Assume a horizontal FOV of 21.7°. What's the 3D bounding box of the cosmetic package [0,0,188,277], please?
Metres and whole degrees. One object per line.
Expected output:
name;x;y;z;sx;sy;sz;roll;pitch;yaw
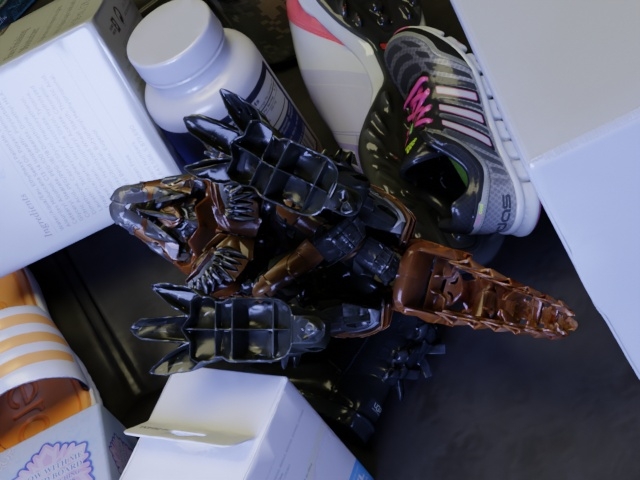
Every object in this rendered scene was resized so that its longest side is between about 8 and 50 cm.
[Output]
cosmetic package;-0.212;-0.091;1.322;0.184;0.151;0.151;-25;21;11

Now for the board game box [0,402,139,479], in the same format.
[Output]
board game box;-0.243;0.300;1.077;0.319;0.066;0.318;-28;42;8

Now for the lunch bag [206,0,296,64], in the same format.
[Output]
lunch bag;-0.072;-0.337;1.406;0.213;0.256;0.305;-32;41;4

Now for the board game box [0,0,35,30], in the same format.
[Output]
board game box;-0.353;-0.258;1.690;0.186;0.026;0.126;26;70;44

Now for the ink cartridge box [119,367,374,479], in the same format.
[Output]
ink cartridge box;-0.047;0.145;1.033;0.092;0.143;0.090;2;54;34

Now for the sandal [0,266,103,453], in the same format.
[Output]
sandal;-0.249;0.081;1.273;0.102;0.076;0.265;-36;42;-1

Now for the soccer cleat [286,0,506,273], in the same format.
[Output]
soccer cleat;0.053;-0.091;1.233;0.109;0.116;0.318;-12;57;-17

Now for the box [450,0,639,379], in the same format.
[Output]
box;0.193;-0.122;1.066;0.168;0.215;0.345;-26;43;10

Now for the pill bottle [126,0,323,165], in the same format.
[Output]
pill bottle;-0.073;-0.099;1.253;0.094;0.169;0.094;-18;44;19

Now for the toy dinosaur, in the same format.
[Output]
toy dinosaur;0.000;0.000;1.063;0.322;0.218;0.164;-8;82;26

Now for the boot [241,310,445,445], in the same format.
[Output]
boot;0.016;0.079;1.127;0.121;0.045;0.099;17;62;39

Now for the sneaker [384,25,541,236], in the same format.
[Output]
sneaker;0.078;-0.071;1.108;0.075;0.063;0.170;-14;66;-32
